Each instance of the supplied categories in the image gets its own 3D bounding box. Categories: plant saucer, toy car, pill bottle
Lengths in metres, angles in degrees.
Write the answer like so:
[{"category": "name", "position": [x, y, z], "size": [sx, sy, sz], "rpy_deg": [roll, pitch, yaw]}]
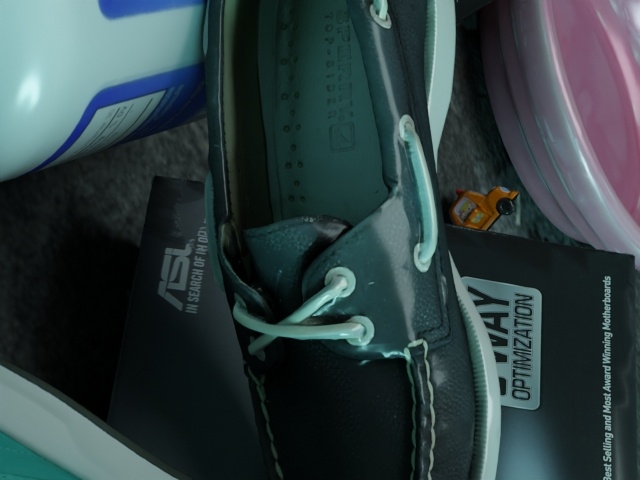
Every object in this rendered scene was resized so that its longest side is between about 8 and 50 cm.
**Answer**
[{"category": "plant saucer", "position": [0.231, -0.129, 1.206], "size": [0.332, 0.084, 0.332], "rpy_deg": [28, 54, -48]}, {"category": "toy car", "position": [0.097, -0.012, 0.981], "size": [0.040, 0.060, 0.122], "rpy_deg": [41, 25, 9]}, {"category": "pill bottle", "position": [-0.126, -0.106, 0.597], "size": [0.272, 0.152, 0.152], "rpy_deg": [-26, 98, -57]}]

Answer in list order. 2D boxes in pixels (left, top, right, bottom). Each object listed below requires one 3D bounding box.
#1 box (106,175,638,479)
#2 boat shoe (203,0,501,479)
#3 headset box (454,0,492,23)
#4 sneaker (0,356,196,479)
[{"category": "box", "position": [0.017, 0.132, 0.643], "size": [0.243, 0.076, 0.307], "rpy_deg": [10, 58, -5]}, {"category": "boat shoe", "position": [0.000, 0.000, 0.569], "size": [0.091, 0.114, 0.302], "rpy_deg": [16, 64, -57]}, {"category": "headset box", "position": [0.031, -0.258, 0.884], "size": [0.283, 0.131, 0.246], "rpy_deg": [-40, 120, -54]}, {"category": "sneaker", "position": [-0.080, 0.164, 0.486], "size": [0.178, 0.296, 0.123], "rpy_deg": [-57, 166, -35]}]
